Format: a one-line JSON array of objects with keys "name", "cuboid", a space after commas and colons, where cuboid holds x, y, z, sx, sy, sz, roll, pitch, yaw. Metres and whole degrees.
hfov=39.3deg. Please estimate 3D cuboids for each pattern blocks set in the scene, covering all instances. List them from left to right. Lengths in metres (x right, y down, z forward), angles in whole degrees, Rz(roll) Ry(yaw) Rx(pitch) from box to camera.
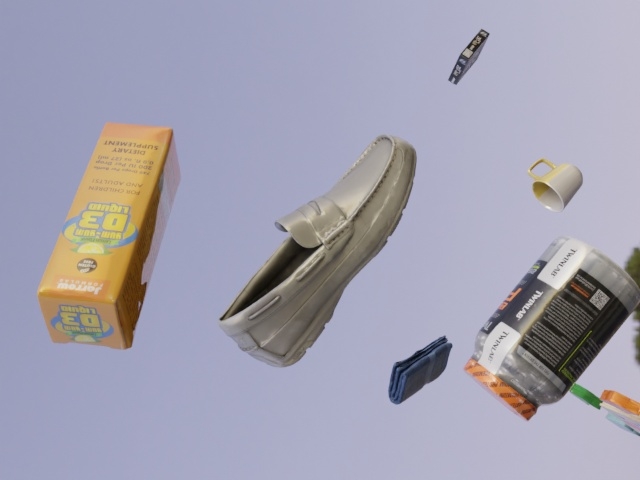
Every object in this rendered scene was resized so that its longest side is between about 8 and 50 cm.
[{"name": "pattern blocks set", "cuboid": [0.522, 0.288, 1.323, 0.285, 0.325, 0.026, 36, -99, -37]}]

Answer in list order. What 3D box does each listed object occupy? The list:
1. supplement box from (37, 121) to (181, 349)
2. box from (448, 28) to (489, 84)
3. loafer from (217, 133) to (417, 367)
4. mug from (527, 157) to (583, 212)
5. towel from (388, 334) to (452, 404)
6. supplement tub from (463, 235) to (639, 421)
[{"name": "supplement box", "cuboid": [-0.198, -0.010, 0.869, 0.080, 0.078, 0.233, 92, -176, -50]}, {"name": "box", "cuboid": [0.255, -0.316, 1.542, 0.083, 0.018, 0.067, -50, -11, -32]}, {"name": "loafer", "cuboid": [0.000, 0.000, 1.067, 0.111, 0.112, 0.319, 36, -98, -26]}, {"name": "mug", "cuboid": [0.366, -0.092, 1.380, 0.064, 0.062, 0.078, -41, -79, -16]}, {"name": "towel", "cuboid": [0.141, 0.184, 1.273, 0.119, 0.029, 0.067, -25, -45, -45]}, {"name": "supplement tub", "cuboid": [0.419, 0.164, 1.646, 0.316, 0.193, 0.193, -50, -45, -4]}]
